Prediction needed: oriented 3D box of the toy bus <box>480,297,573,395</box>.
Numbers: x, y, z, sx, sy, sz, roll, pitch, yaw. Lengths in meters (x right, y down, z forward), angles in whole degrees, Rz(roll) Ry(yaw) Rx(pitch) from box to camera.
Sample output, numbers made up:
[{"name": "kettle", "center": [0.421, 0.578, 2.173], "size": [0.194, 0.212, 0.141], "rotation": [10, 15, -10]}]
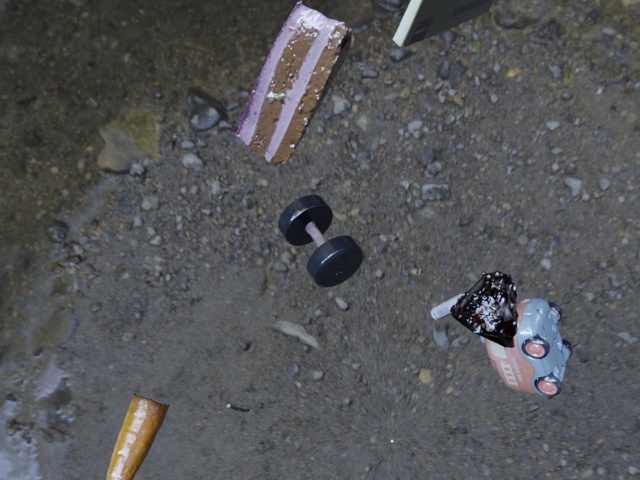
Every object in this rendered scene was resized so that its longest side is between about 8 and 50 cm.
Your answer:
[{"name": "toy bus", "center": [0.605, 0.317, 1.743], "size": [0.232, 0.287, 0.194], "rotation": [-9, 25, 42]}]

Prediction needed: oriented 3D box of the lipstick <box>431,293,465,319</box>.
[{"name": "lipstick", "center": [0.349, 0.182, 1.588], "size": [0.040, 0.141, 0.040], "rotation": [8, 66, -18]}]

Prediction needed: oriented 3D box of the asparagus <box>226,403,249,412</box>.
[{"name": "asparagus", "center": [-0.251, 0.518, 1.801], "size": [0.016, 0.163, 0.016], "rotation": [-42, 63, -2]}]

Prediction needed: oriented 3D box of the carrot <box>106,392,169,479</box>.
[{"name": "carrot", "center": [-0.337, 0.380, 1.047], "size": [0.072, 0.072, 0.205], "rotation": [8, 58, 10]}]

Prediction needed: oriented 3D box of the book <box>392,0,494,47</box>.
[{"name": "book", "center": [0.212, -0.385, 0.690], "size": [0.217, 0.310, 0.021], "rotation": [-33, 70, -35]}]

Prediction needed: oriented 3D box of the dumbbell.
[{"name": "dumbbell", "center": [0.000, 0.000, 1.555], "size": [0.152, 0.152, 0.218], "rotation": [-33, 59, -5]}]

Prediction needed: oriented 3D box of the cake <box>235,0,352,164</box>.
[{"name": "cake", "center": [-0.044, -0.267, 1.013], "size": [0.116, 0.113, 0.295], "rotation": [34, 122, 0]}]

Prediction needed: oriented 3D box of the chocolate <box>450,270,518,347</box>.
[{"name": "chocolate", "center": [0.365, 0.129, 1.238], "size": [0.156, 0.156, 0.133], "rotation": [26, 101, 15]}]
